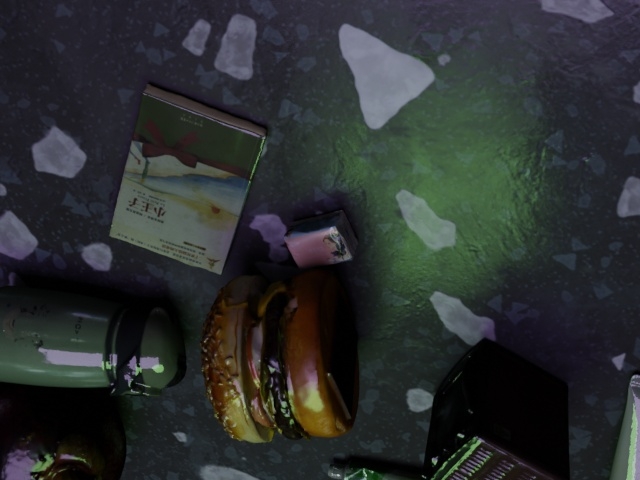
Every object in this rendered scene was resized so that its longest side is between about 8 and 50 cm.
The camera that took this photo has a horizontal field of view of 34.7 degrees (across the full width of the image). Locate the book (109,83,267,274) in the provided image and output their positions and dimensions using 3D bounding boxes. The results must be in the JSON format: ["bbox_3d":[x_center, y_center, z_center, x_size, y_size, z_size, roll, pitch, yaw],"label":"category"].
[{"bbox_3d":[-0.210,-0.088,1.589,0.201,0.026,0.289,19,127,-1],"label":"book"}]

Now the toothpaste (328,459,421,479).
[{"bbox_3d":[0.134,0.444,1.847,0.248,0.047,0.078,10,84,16],"label":"toothpaste"}]

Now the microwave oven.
[{"bbox_3d":[0.268,0.310,1.612,0.188,0.247,0.178,27,124,-6],"label":"microwave oven"}]

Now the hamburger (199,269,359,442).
[{"bbox_3d":[-0.065,0.185,1.594,0.225,0.291,0.290,-5,123,12],"label":"hamburger"}]

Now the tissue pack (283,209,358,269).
[{"bbox_3d":[0.000,0.000,1.575,0.095,0.058,0.074,-13,122,23],"label":"tissue pack"}]

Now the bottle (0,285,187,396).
[{"bbox_3d":[-0.397,0.175,1.740,0.347,0.168,0.168,6,126,9],"label":"bottle"}]

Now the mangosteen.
[{"bbox_3d":[-0.496,0.386,1.838,0.297,0.293,0.297,1,128,2],"label":"mangosteen"}]

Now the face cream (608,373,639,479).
[{"bbox_3d":[0.539,0.364,1.680,0.143,0.089,0.314,13,119,7],"label":"face cream"}]
